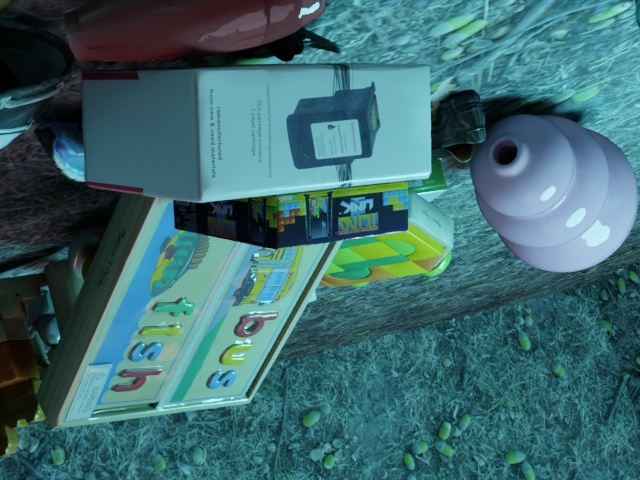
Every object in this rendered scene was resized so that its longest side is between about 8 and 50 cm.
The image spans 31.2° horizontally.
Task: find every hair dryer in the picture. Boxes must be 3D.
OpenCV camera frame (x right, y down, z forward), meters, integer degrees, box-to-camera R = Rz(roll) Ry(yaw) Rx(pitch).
[{"bbox_3d":[-0.056,-0.163,0.882,0.293,0.080,0.223,-7,165,-38],"label":"hair dryer"}]

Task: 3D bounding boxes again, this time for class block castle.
[{"bbox_3d":[-0.423,0.199,1.587,0.453,0.213,0.303,-20,167,17],"label":"block castle"}]

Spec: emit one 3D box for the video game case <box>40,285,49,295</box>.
[{"bbox_3d":[-0.427,0.093,1.655,0.143,0.019,0.157,-16,168,-3],"label":"video game case"}]

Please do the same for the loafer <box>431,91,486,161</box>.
[{"bbox_3d":[0.163,-0.123,1.406,0.062,0.061,0.170,-17,169,-6],"label":"loafer"}]

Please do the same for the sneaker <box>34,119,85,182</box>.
[{"bbox_3d":[-0.198,-0.098,1.066,0.073,0.063,0.162,-44,161,23],"label":"sneaker"}]

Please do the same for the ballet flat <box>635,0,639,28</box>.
[{"bbox_3d":[0.339,-0.251,1.114,0.067,0.073,0.206,-47,166,6],"label":"ballet flat"}]

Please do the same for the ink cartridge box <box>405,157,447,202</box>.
[{"bbox_3d":[0.073,-0.055,1.581,0.109,0.062,0.209,-9,165,-27],"label":"ink cartridge box"}]

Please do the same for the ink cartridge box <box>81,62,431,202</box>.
[{"bbox_3d":[-0.049,-0.094,0.937,0.237,0.100,0.172,-8,-169,-39],"label":"ink cartridge box"}]

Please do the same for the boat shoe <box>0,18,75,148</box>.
[{"bbox_3d":[-0.274,-0.111,0.740,0.105,0.113,0.306,-30,166,25],"label":"boat shoe"}]

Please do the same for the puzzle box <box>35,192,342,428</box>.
[{"bbox_3d":[-0.108,0.028,1.197,0.272,0.052,0.409,-2,131,-42],"label":"puzzle box"}]

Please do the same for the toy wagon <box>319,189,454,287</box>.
[{"bbox_3d":[0.000,0.000,1.511,0.344,0.068,0.267,-11,154,33],"label":"toy wagon"}]

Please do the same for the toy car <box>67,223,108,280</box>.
[{"bbox_3d":[-0.204,0.018,1.404,0.182,0.159,0.136,4,119,-59],"label":"toy car"}]

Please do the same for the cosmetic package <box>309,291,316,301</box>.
[{"bbox_3d":[-0.080,-0.009,1.319,0.117,0.085,0.231,-15,144,-6],"label":"cosmetic package"}]

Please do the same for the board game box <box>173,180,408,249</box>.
[{"bbox_3d":[-0.029,-0.030,1.013,0.141,0.048,0.170,-7,-170,-35],"label":"board game box"}]

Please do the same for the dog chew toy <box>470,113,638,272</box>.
[{"bbox_3d":[0.299,-0.074,1.527,0.206,0.207,0.332,-22,159,23],"label":"dog chew toy"}]
